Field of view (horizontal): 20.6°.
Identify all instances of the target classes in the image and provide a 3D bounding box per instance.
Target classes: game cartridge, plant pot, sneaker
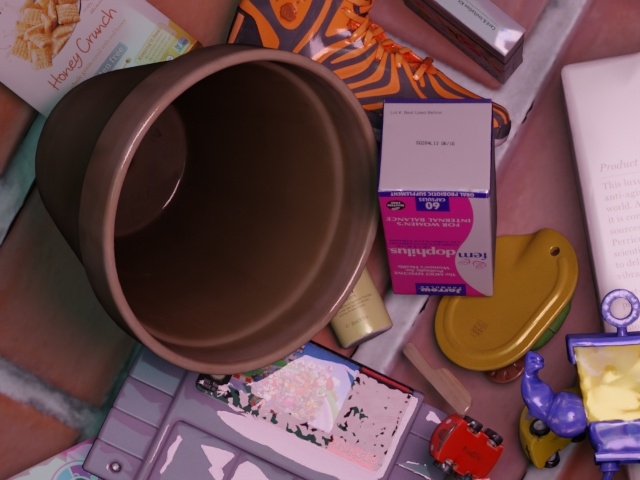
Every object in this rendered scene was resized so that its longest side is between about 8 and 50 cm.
[{"bbox_3d":[-0.045,0.215,1.873,0.355,0.068,0.230,25,85,0],"label":"game cartridge"},{"bbox_3d":[-0.145,-0.055,1.796,0.323,0.280,0.323,-11,110,-34],"label":"plant pot"},{"bbox_3d":[0.058,-0.206,1.864,0.321,0.124,0.180,15,106,6],"label":"sneaker"}]

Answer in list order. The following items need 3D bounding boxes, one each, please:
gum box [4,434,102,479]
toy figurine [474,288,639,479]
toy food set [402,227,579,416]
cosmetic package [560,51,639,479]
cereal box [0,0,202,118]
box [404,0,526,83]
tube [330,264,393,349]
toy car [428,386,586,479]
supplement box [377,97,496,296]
[{"bbox_3d":[-0.261,0.280,1.923,0.188,0.062,0.107,-26,85,4],"label":"gum box"},{"bbox_3d":[0.318,0.149,1.654,0.362,0.191,0.217,-4,82,8],"label":"toy figurine"},{"bbox_3d":[0.196,0.088,1.886,0.218,0.071,0.128,-49,50,-5],"label":"toy food set"},{"bbox_3d":[0.395,0.031,1.817,0.230,0.161,0.453,-9,87,7],"label":"cosmetic package"},{"bbox_3d":[-0.276,-0.223,1.955,0.240,0.047,0.173,37,91,6],"label":"cereal box"},{"bbox_3d":[0.148,-0.235,1.842,0.145,0.186,0.038,40,92,6],"label":"box"},{"bbox_3d":[0.000,0.000,1.914,0.070,0.062,0.240,-18,78,-36],"label":"tube"},{"bbox_3d":[0.179,0.262,1.854,0.053,0.239,0.225,32,119,43],"label":"toy car"},{"bbox_3d":[0.123,-0.040,1.803,0.111,0.220,0.114,0,62,8],"label":"supplement box"}]
